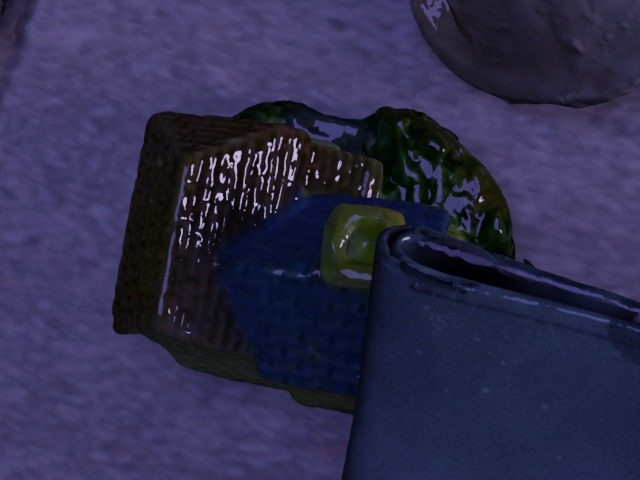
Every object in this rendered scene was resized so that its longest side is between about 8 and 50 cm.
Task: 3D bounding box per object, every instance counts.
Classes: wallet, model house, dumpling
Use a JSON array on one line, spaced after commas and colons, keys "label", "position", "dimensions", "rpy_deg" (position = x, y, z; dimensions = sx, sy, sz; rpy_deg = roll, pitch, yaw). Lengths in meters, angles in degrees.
[{"label": "wallet", "position": [0.142, 0.138, 0.751], "dimensions": [0.290, 0.054, 0.251], "rpy_deg": [20, 127, 17]}, {"label": "model house", "position": [0.000, 0.000, 0.862], "dimensions": [0.214, 0.189, 0.195], "rpy_deg": [12, 87, 17]}, {"label": "dumpling", "position": [0.133, -0.148, 0.897], "dimensions": [0.176, 0.092, 0.150], "rpy_deg": [32, 127, 8]}]

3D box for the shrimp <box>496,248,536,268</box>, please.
[{"label": "shrimp", "position": [0.257, 0.112, 0.816], "dimensions": [0.172, 0.137, 0.372], "rpy_deg": [-37, 83, -32]}]
